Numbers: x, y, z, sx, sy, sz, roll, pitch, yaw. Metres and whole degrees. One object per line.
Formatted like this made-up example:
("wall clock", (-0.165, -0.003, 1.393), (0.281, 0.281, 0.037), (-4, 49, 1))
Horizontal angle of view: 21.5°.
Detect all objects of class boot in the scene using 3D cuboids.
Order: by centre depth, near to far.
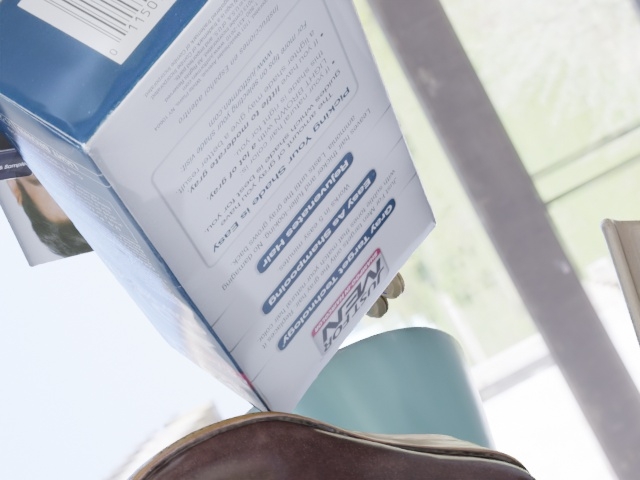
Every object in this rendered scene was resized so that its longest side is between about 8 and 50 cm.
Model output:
("boot", (0.027, 0.167, 0.926), (0.207, 0.248, 0.090), (-143, 52, -61))

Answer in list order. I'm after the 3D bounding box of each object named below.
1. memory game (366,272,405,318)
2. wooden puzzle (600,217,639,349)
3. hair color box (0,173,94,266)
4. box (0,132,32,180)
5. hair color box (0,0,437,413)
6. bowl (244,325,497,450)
("memory game", (0.000, 0.000, 1.576), (0.186, 0.012, 0.186), (26, 137, 26))
("wooden puzzle", (0.345, 0.082, 1.356), (0.044, 0.238, 0.221), (127, 137, -51))
("hair color box", (-0.234, -0.162, 1.507), (0.114, 0.185, 0.374), (-98, -7, -48))
("box", (-0.248, -0.088, 0.968), (0.162, 0.116, 0.029), (51, 138, 33))
("hair color box", (-0.052, -0.049, 0.941), (0.105, 0.174, 0.347), (32, 164, 28))
("bowl", (0.046, 0.242, 1.524), (0.163, 0.311, 0.311), (53, 175, 31))
